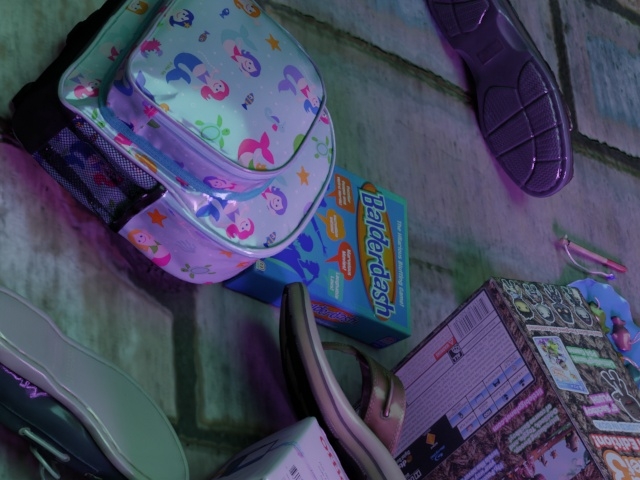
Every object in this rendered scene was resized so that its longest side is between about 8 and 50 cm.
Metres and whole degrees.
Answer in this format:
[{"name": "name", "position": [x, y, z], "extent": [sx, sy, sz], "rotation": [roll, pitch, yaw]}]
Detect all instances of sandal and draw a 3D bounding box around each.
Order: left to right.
[{"name": "sandal", "position": [0.046, 0.171, 1.498], "extent": [0.086, 0.120, 0.302], "rotation": [-27, 77, -16]}]

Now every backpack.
[{"name": "backpack", "position": [-0.106, -0.098, 1.451], "extent": [0.253, 0.191, 0.225], "rotation": [47, 47, -18]}]

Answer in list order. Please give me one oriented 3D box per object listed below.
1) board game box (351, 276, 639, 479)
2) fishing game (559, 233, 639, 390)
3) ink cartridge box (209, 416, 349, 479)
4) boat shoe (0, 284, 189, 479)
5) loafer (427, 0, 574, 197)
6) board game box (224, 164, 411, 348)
[{"name": "board game box", "position": [0.187, 0.218, 1.510], "extent": [0.141, 0.232, 0.291], "rotation": [7, 47, -45]}, {"name": "fishing game", "position": [0.341, 0.124, 1.940], "extent": [0.189, 0.041, 0.264], "rotation": [22, 54, -42]}, {"name": "ink cartridge box", "position": [-0.026, 0.250, 1.370], "extent": [0.154, 0.093, 0.212], "rotation": [63, 14, -2]}, {"name": "boat shoe", "position": [-0.205, 0.136, 1.307], "extent": [0.254, 0.079, 0.095], "rotation": [43, 27, -34]}, {"name": "loafer", "position": [0.229, -0.197, 1.950], "extent": [0.095, 0.109, 0.302], "rotation": [-14, 77, -54]}, {"name": "board game box", "position": [0.000, 0.000, 1.632], "extent": [0.210, 0.047, 0.160], "rotation": [24, 53, -38]}]
